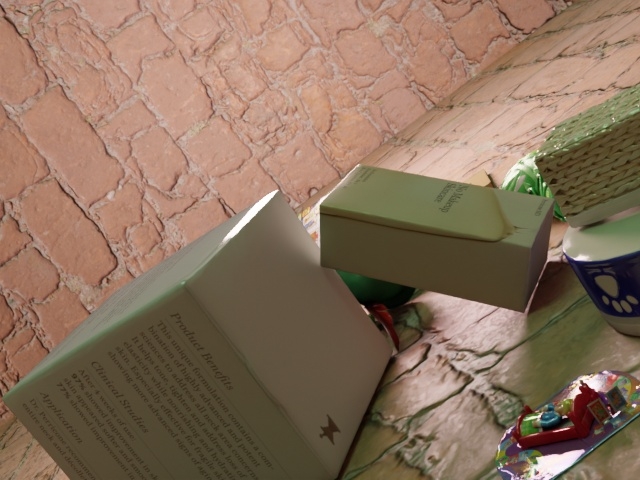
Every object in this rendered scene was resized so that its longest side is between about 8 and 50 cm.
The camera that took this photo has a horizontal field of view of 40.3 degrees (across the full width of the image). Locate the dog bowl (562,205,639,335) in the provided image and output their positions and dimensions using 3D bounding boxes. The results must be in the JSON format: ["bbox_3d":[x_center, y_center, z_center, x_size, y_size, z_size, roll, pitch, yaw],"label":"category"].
[{"bbox_3d":[0.411,-0.015,0.976,0.265,0.104,0.265,-35,10,7],"label":"dog bowl"}]

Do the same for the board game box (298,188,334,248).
[{"bbox_3d":[0.000,0.000,1.895,0.136,0.030,0.259,-33,32,27],"label":"board game box"}]

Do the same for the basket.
[{"bbox_3d":[0.345,-0.104,1.001,0.167,0.103,0.113,-25,16,44],"label":"basket"}]

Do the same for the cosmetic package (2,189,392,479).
[{"bbox_3d":[-0.167,0.198,1.299,0.394,0.329,0.327,-30,12,29],"label":"cosmetic package"}]

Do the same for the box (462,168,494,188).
[{"bbox_3d":[0.287,-0.083,1.926,0.201,0.021,0.164,-35,10,13],"label":"box"}]

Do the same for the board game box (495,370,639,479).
[{"bbox_3d":[0.241,0.175,0.884,0.169,0.033,0.133,-36,10,-1],"label":"board game box"}]

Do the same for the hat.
[{"bbox_3d":[0.055,0.089,1.484,0.208,0.173,0.183,-23,14,43],"label":"hat"}]

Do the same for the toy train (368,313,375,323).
[{"bbox_3d":[0.067,0.157,1.590,0.083,0.017,0.023,-30,22,31],"label":"toy train"}]

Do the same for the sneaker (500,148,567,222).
[{"bbox_3d":[0.382,-0.090,1.392,0.123,0.109,0.295,-38,10,-31],"label":"sneaker"}]

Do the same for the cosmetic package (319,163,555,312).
[{"bbox_3d":[0.168,-0.010,1.274,0.309,0.113,0.160,11,32,21],"label":"cosmetic package"}]
